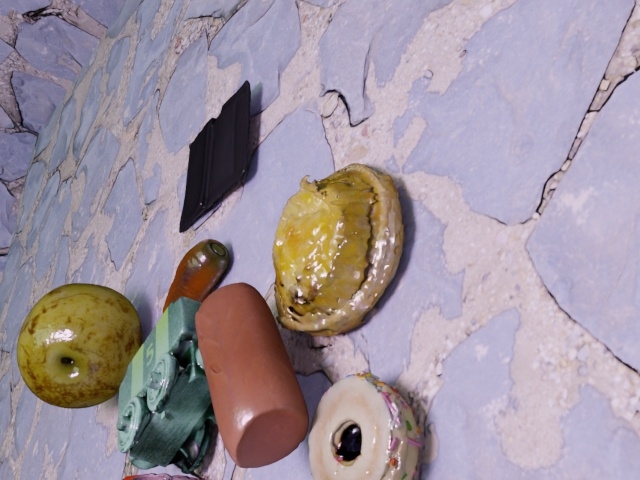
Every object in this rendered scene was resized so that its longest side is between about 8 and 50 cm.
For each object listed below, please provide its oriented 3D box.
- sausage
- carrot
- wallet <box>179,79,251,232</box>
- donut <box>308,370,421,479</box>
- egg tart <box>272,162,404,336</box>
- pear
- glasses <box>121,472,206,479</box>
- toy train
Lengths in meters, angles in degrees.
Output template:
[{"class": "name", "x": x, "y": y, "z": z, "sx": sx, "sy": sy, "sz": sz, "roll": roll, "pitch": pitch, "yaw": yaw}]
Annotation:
[{"class": "sausage", "x": -0.105, "y": 0.174, "z": 0.967, "sx": 0.121, "sy": 0.121, "sz": 0.304, "roll": -57, "pitch": 31, "yaw": 19}, {"class": "carrot", "x": -0.250, "y": 0.080, "z": 1.342, "sx": 0.193, "sy": 0.087, "sz": 0.087, "roll": -51, "pitch": 38, "yaw": 26}, {"class": "wallet", "x": -0.231, "y": -0.180, "z": 1.489, "sx": 0.323, "sy": 0.041, "sz": 0.247, "roll": -31, "pitch": 48, "yaw": 48}, {"class": "donut", "x": 0.054, "y": 0.248, "z": 0.828, "sx": 0.174, "sy": 0.068, "sz": 0.175, "roll": -27, "pitch": 53, "yaw": 43}, {"class": "egg tart", "x": 0.000, "y": 0.000, "z": 1.000, "sx": 0.291, "sy": 0.107, "sz": 0.291, "roll": -30, "pitch": 50, "yaw": 43}, {"class": "pear", "x": -0.525, "y": 0.228, "z": 1.513, "sx": 0.283, "sy": 0.283, "sz": 0.284, "roll": -31, "pitch": 49, "yaw": 44}, {"class": "glasses", "x": -0.208, "y": 0.425, "z": 1.038, "sx": 0.255, "sy": 0.162, "sz": 0.095, "roll": 17, "pitch": 100, "yaw": 60}, {"class": "toy train", "x": -0.246, "y": 0.248, "z": 1.181, "sx": 0.299, "sy": 0.167, "sz": 0.238, "roll": -52, "pitch": 31, "yaw": 24}]
